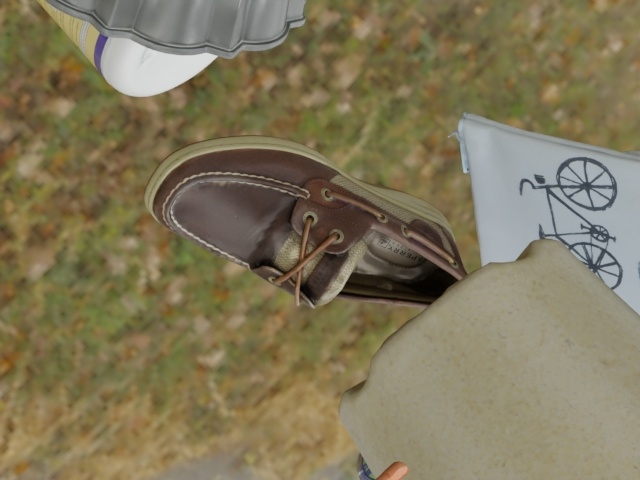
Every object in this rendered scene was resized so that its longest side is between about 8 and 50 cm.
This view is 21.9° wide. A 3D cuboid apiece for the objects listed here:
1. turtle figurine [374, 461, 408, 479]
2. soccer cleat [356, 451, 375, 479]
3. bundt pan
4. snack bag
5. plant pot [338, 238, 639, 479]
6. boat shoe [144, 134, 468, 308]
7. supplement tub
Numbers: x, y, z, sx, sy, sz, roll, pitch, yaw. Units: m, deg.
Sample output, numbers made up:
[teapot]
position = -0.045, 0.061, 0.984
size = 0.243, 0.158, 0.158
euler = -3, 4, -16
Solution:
[turtle figurine]
position = 0.043, 0.270, 0.909
size = 0.217, 0.087, 0.269
euler = 63, 34, -29
[soccer cleat]
position = 0.175, 0.213, 1.862
size = 0.289, 0.093, 0.121
euler = -19, 160, -25
[bundt pan]
position = -0.152, -0.334, 1.690
size = 0.331, 0.331, 0.124
euler = -27, 148, -45
[snack bag]
position = 0.299, 0.030, 1.608
size = 0.037, 0.343, 0.323
euler = -54, 146, -35
[plant pot]
position = 0.186, 0.180, 1.240
size = 0.334, 0.305, 0.334
euler = -35, 163, -12
[boat shoe]
position = 0.000, 0.000, 1.558
size = 0.342, 0.123, 0.123
euler = 18, 117, -33
[supplement tub]
position = -0.261, -0.371, 2.080
size = 0.241, 0.331, 0.241
euler = -39, 166, -12
